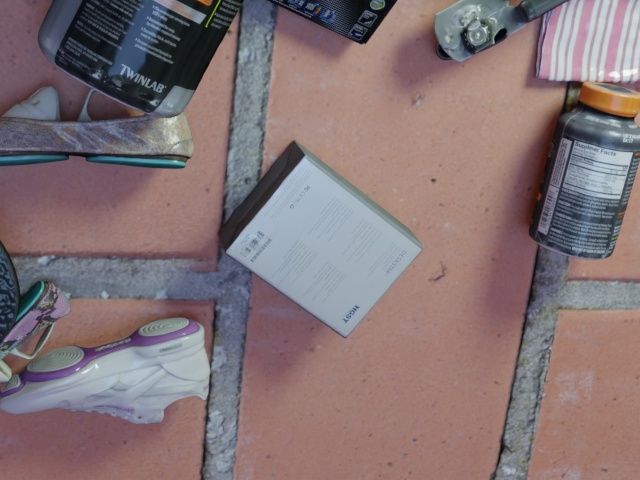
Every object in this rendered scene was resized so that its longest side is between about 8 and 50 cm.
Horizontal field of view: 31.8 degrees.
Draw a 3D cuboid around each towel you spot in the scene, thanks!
[{"bbox_3d":[0.413,-0.298,1.629,0.197,0.029,0.144,1,110,-13],"label":"towel"}]

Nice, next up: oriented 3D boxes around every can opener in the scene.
[{"bbox_3d":[0.283,-0.337,1.555,0.284,0.095,0.076,-29,91,-1],"label":"can opener"}]

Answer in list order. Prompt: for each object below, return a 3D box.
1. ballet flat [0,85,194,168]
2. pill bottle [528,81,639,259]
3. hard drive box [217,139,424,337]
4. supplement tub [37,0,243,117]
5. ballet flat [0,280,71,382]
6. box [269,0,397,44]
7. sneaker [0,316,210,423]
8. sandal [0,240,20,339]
[{"bbox_3d":[-0.327,-0.150,1.488,0.316,0.107,0.106,-1,90,-18],"label":"ballet flat"},{"bbox_3d":[0.396,-0.105,1.642,0.131,0.130,0.245,7,108,-15],"label":"pill bottle"},{"bbox_3d":[0.000,0.000,1.612,0.232,0.089,0.181,38,98,-22],"label":"hard drive box"},{"bbox_3d":[-0.188,-0.339,1.379,0.207,0.207,0.338,26,102,-20],"label":"supplement tub"},{"bbox_3d":[-0.442,0.149,1.577,0.221,0.077,0.079,-40,118,-1],"label":"ballet flat"},{"bbox_3d":[0.023,-0.365,1.461,0.191,0.045,0.184,22,137,-20],"label":"box"},{"bbox_3d":[-0.303,0.216,1.608,0.305,0.114,0.152,-14,111,-7],"label":"sneaker"},{"bbox_3d":[-0.576,-0.032,1.473,0.446,0.107,0.167,37,100,-9],"label":"sandal"}]
